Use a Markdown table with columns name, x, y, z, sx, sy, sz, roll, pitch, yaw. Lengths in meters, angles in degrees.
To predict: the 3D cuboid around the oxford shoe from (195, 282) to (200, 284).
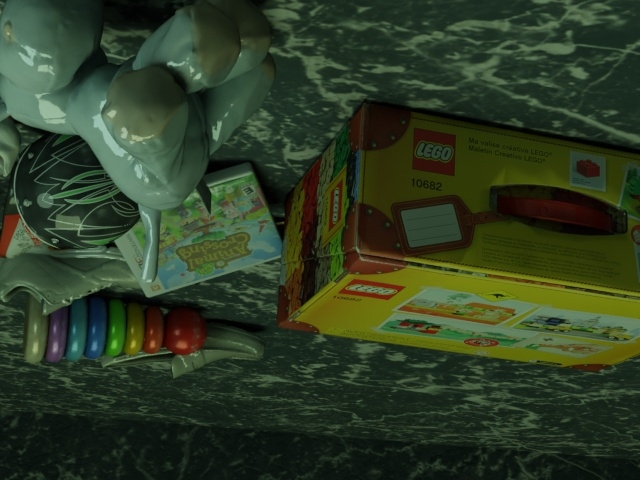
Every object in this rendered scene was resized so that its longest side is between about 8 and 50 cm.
| name | x | y | z | sx | sy | sz | roll | pitch | yaw |
| --- | --- | --- | --- | --- | --- | --- | --- | --- | --- |
| oxford shoe | -0.203 | -0.012 | 1.824 | 0.097 | 0.098 | 0.271 | -1 | 161 | 15 |

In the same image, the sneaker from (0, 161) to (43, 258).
| name | x | y | z | sx | sy | sz | roll | pitch | yaw |
| --- | --- | --- | --- | --- | --- | --- | --- | --- | --- |
| sneaker | -0.379 | -0.026 | 1.834 | 0.145 | 0.090 | 0.270 | 11 | 158 | -13 |

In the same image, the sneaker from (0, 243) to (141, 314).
| name | x | y | z | sx | sy | sz | roll | pitch | yaw |
| --- | --- | --- | --- | --- | --- | --- | --- | --- | --- |
| sneaker | -0.400 | 0.067 | 2.066 | 0.262 | 0.121 | 0.099 | 8 | 162 | -13 |

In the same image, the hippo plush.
| name | x | y | z | sx | sy | sz | roll | pitch | yaw |
| --- | --- | --- | --- | --- | --- | --- | --- | --- | --- |
| hippo plush | -0.198 | -0.165 | 1.297 | 0.236 | 0.234 | 0.294 | 31 | 149 | 13 |

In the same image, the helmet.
| name | x | y | z | sx | sy | sz | roll | pitch | yaw |
| --- | --- | --- | --- | --- | --- | --- | --- | --- | --- |
| helmet | -0.294 | -0.066 | 1.582 | 0.169 | 0.169 | 0.161 | 10 | 179 | -19 |

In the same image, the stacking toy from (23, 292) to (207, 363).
| name | x | y | z | sx | sy | sz | roll | pitch | yaw |
| --- | --- | --- | --- | --- | --- | --- | --- | --- | --- |
| stacking toy | -0.370 | 0.164 | 2.347 | 0.330 | 0.141 | 0.141 | 5 | 162 | -16 |

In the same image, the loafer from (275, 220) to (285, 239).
| name | x | y | z | sx | sy | sz | roll | pitch | yaw |
| --- | --- | --- | --- | --- | --- | --- | --- | --- | --- |
| loafer | 0.000 | 0.000 | 1.886 | 0.170 | 0.062 | 0.061 | -1 | 156 | 11 |

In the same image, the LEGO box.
| name | x | y | z | sx | sy | sz | roll | pitch | yaw |
| --- | --- | --- | --- | --- | --- | --- | --- | --- | --- |
| LEGO box | 0.229 | 0.017 | 1.676 | 0.500 | 0.193 | 0.372 | 9 | 161 | -15 |

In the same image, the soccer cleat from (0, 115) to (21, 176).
| name | x | y | z | sx | sy | sz | roll | pitch | yaw |
| --- | --- | --- | --- | --- | --- | --- | --- | --- | --- |
| soccer cleat | -0.465 | -0.129 | 1.566 | 0.196 | 0.076 | 0.068 | 10 | 160 | -17 |

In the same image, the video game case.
| name | x | y | z | sx | sy | sz | roll | pitch | yaw |
| --- | --- | --- | --- | --- | --- | --- | --- | --- | --- |
| video game case | -0.169 | -0.011 | 1.760 | 0.212 | 0.023 | 0.193 | -17 | 141 | 3 |

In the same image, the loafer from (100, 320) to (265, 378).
| name | x | y | z | sx | sy | sz | roll | pitch | yaw |
| --- | --- | --- | --- | --- | --- | --- | --- | --- | --- |
| loafer | -0.267 | 0.214 | 2.489 | 0.319 | 0.111 | 0.112 | 4 | 162 | -1 |
